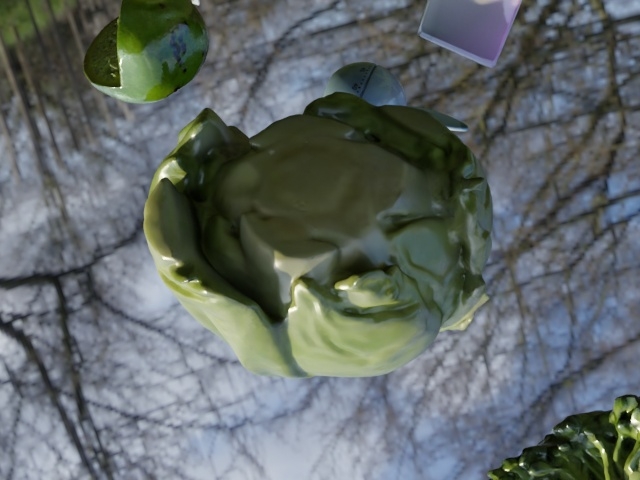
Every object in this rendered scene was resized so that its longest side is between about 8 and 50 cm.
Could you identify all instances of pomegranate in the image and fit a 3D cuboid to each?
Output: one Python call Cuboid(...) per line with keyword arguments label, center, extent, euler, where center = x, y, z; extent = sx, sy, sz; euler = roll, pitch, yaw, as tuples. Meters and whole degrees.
Cuboid(label="pomegranate", center=(-0.182, -0.228, 1.375), extent=(0.169, 0.122, 0.143), euler=(-53, -169, 34))

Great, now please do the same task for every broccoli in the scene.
Cuboid(label="broccoli", center=(0.330, 0.325, 1.295), extent=(0.324, 0.334, 0.272), euler=(-13, -153, 44))

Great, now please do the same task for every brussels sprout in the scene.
Cuboid(label="brussels sprout", center=(-0.001, 0.017, 1.544), extent=(0.425, 0.361, 0.342), euler=(2, -124, 0))

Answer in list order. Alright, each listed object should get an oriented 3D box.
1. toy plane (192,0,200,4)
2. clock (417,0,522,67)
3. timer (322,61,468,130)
Cuboid(label="toy plane", center=(-0.190, -0.510, 1.952), extent=(0.101, 0.251, 0.255), euler=(6, 172, -20))
Cuboid(label="clock", center=(0.223, -0.378, 1.466), extent=(0.102, 0.338, 0.338), euler=(22, -158, 4))
Cuboid(label="timer", center=(0.114, -0.210, 2.226), extent=(0.175, 0.255, 0.175), euler=(-49, -168, 14))
